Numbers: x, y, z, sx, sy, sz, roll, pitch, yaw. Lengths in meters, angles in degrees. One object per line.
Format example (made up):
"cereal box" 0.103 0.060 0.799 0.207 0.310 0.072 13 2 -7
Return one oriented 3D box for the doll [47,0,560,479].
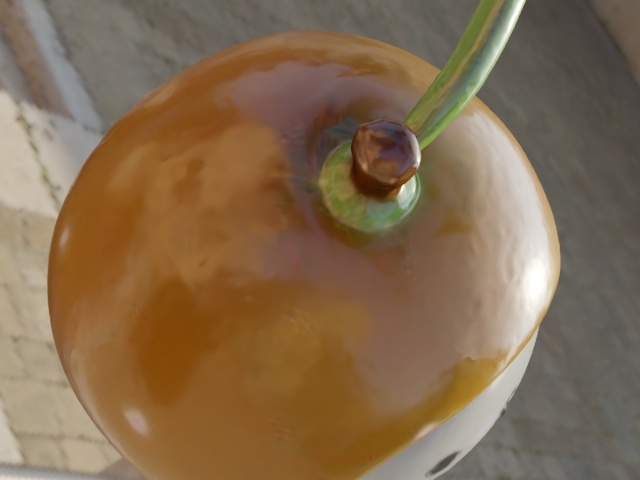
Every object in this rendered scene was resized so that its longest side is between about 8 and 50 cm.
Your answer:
"doll" 0.000 0.000 0.608 0.213 0.213 0.236 63 -24 19
